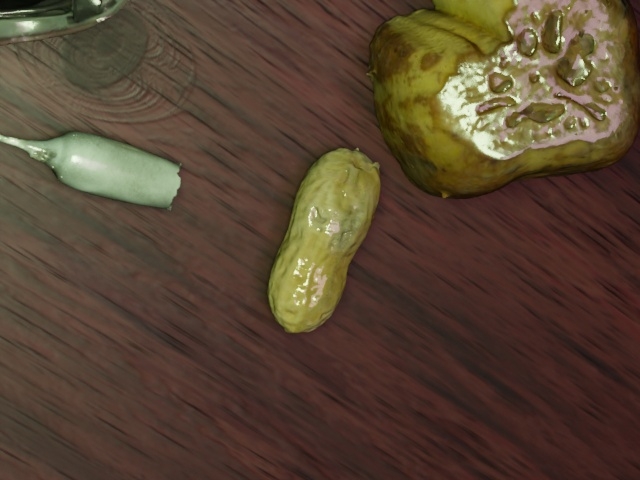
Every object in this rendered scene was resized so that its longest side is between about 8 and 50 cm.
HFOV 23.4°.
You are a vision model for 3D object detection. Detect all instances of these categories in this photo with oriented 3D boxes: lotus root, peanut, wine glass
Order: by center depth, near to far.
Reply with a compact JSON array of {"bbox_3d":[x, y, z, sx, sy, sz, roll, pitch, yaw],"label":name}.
[{"bbox_3d":[-0.261,-0.084,1.563,0.262,0.074,0.074,15,94,-25],"label":"wine glass"},{"bbox_3d":[0.203,-0.191,1.654,0.316,0.250,0.316,-1,97,-12],"label":"lotus root"},{"bbox_3d":[0.000,0.000,1.675,0.099,0.099,0.214,21,97,-24],"label":"peanut"}]

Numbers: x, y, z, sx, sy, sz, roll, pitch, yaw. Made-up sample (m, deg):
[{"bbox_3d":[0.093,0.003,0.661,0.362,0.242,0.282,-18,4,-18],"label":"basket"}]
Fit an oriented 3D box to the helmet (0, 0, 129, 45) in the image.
[{"bbox_3d":[-0.315,-0.323,1.422,0.338,0.197,0.271,-4,109,-17],"label":"helmet"}]
